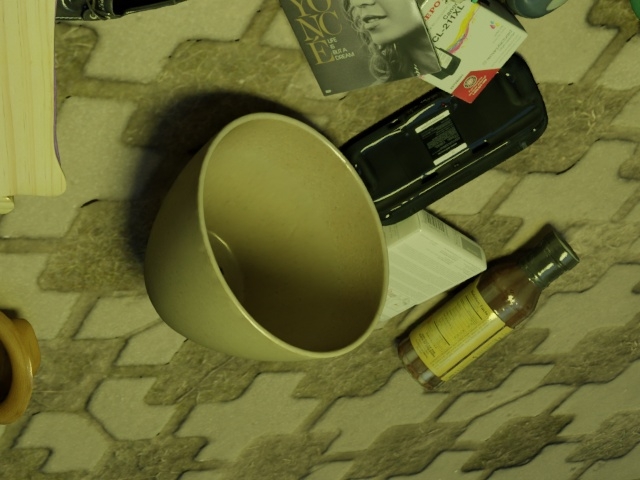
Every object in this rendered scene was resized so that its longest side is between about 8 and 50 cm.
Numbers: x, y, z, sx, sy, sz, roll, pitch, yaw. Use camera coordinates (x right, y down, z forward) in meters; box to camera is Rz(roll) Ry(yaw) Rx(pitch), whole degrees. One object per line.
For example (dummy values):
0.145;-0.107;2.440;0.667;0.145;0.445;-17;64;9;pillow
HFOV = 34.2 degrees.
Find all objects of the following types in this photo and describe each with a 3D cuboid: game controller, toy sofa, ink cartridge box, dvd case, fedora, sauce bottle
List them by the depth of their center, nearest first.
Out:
-0.377;-0.212;1.142;0.177;0.150;0.363;-5;133;-18;toy sofa
0.038;-0.282;1.278;0.164;0.018;0.221;-9;131;24;dvd case
0.165;-0.275;1.377;0.175;0.072;0.127;18;123;-36;ink cartridge box
-0.461;0.168;1.498;0.079;0.194;0.194;-30;155;-54;fedora
0.180;-0.145;1.531;0.319;0.067;0.166;-31;122;6;game controller
0.129;0.044;1.701;0.224;0.056;0.181;-29;140;33;ink cartridge box
0.290;0.118;1.783;0.344;0.111;0.111;-40;134;16;sauce bottle

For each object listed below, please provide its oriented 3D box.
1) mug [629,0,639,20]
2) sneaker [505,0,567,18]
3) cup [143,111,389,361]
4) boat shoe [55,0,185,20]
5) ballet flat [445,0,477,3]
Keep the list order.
0.485;-0.339;1.440;0.129;0.097;0.158;26;118;-40;mug
0.367;-0.391;1.312;0.112;0.131;0.319;22;120;-38;sneaker
-0.103;0.025;1.410;0.331;0.331;0.237;22;147;-38;cup
-0.238;-0.285;1.188;0.228;0.076;0.080;-12;135;-13;boat shoe
0.232;-0.463;1.182;0.147;0.147;0.409;22;111;-38;ballet flat
